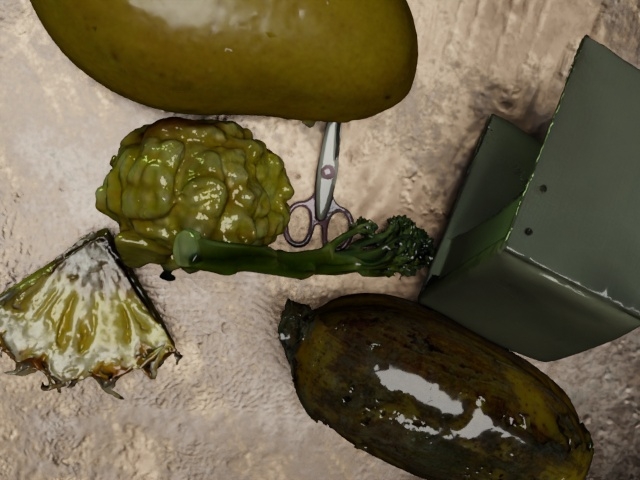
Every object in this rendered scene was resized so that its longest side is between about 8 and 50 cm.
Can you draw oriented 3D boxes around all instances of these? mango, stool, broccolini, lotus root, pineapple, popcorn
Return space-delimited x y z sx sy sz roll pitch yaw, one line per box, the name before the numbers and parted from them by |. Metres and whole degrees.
mango | -0.097 -0.263 1.236 0.445 0.220 0.301 26 77 -7
stool | 0.258 -0.033 1.244 0.170 0.243 0.269 26 69 -8
broccolini | -0.005 0.000 1.221 0.079 0.392 0.074 -31 69 30
lotus root | 0.130 0.176 1.308 0.398 0.196 0.179 24 88 -4
pineapple | -0.270 0.078 1.308 0.237 0.114 0.186 8 93 -17
popcorn | -0.137 -0.046 1.254 0.189 0.218 0.169 -9 81 24

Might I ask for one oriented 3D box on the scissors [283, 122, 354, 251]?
scissors | 0.007 -0.075 1.361 0.086 0.022 0.176 8 96 -6
